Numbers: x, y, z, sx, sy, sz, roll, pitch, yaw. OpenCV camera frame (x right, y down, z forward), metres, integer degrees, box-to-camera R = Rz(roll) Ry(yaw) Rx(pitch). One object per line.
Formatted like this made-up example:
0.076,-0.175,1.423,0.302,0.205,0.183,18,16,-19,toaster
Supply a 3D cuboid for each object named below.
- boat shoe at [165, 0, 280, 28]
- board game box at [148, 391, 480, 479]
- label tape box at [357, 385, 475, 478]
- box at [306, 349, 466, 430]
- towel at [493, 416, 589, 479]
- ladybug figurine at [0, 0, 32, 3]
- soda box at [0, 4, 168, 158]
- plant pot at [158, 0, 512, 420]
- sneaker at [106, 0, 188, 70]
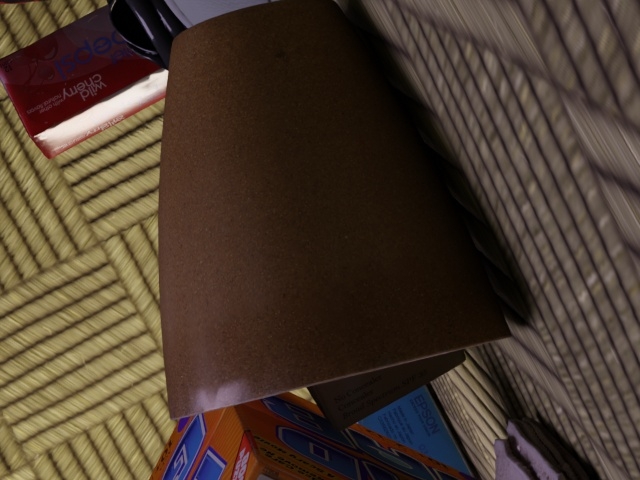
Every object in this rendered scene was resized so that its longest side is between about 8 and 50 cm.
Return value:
-0.077,-0.248,1.285,0.114,0.091,0.302,10,147,24,boat shoe
-0.002,0.368,1.607,0.356,0.356,0.356,26,-176,-13,board game box
0.130,0.302,2.321,0.240,0.106,0.333,62,177,2,label tape box
0.000,0.000,1.597,0.311,0.148,0.121,63,176,-33,box
0.163,0.287,1.339,0.187,0.049,0.282,-129,39,-76,towel
-0.232,-0.314,1.506,0.162,0.305,0.449,43,-174,-6,ladybug figurine
-0.181,-0.186,1.777,0.092,0.263,0.083,62,178,13,soda box
-0.014,-0.027,1.226,0.237,0.237,0.254,100,157,-84,plant pot
-0.122,-0.238,1.508,0.104,0.147,0.295,62,178,-30,sneaker
